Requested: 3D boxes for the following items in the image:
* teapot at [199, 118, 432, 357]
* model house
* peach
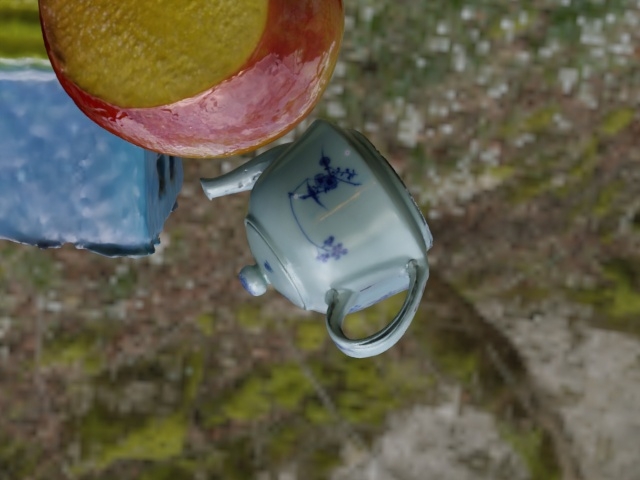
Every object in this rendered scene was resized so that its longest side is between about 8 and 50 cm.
[{"bbox_3d":[0.000,0.000,1.501,0.159,0.159,0.232,-8,-135,-38],"label":"teapot"},{"bbox_3d":[-0.232,-0.146,1.487,0.237,0.303,0.215,4,-161,4],"label":"model house"},{"bbox_3d":[-0.087,-0.148,1.229,0.192,0.190,0.190,16,-172,-35],"label":"peach"}]
